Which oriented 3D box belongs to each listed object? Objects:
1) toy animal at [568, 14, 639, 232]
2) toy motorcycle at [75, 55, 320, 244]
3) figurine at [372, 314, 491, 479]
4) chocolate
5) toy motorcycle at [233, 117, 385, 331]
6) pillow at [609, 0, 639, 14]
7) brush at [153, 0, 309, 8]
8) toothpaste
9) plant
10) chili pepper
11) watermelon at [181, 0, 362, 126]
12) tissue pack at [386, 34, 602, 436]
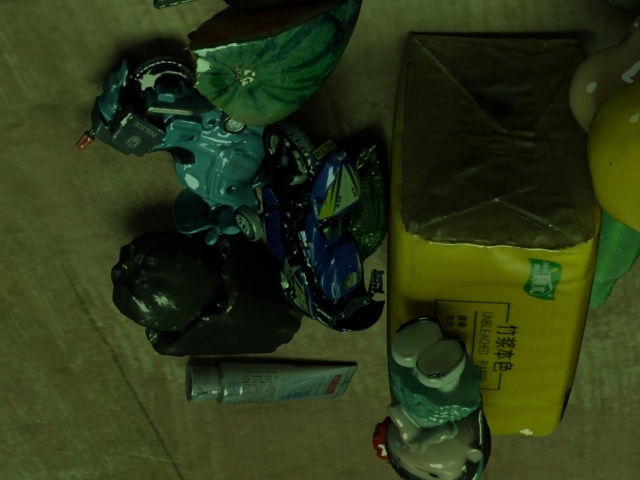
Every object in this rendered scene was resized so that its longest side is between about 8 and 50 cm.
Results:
[{"bbox_3d":[0.382,-0.157,1.561,0.345,0.247,0.277,-19,154,41],"label":"toy animal"},{"bbox_3d":[-0.141,-0.101,1.830,0.272,0.123,0.182,30,119,-34],"label":"toy motorcycle"},{"bbox_3d":[0.115,0.174,1.750,0.110,0.138,0.245,-36,146,-23],"label":"figurine"},{"bbox_3d":[0.346,-0.015,1.980,0.110,0.110,0.291,1,146,-4],"label":"chocolate"},{"bbox_3d":[0.000,0.000,1.804,0.113,0.169,0.315,-33,145,-23],"label":"toy motorcycle"},{"bbox_3d":[0.291,-0.333,1.513,0.310,0.138,0.283,21,139,-32],"label":"pillow"},{"bbox_3d":[-0.018,-0.272,1.639,0.323,0.070,0.051,-10,139,12],"label":"brush"},{"bbox_3d":[-0.068,0.198,2.286,0.234,0.057,0.089,2,146,-16],"label":"toothpaste"},{"bbox_3d":[-0.140,0.060,2.023,0.164,0.142,0.256,-31,146,34],"label":"plant"},{"bbox_3d":[0.037,-0.046,1.950,0.098,0.061,0.224,13,142,5],"label":"chili pepper"},{"bbox_3d":[-0.023,-0.194,1.658,0.146,0.231,0.128,-22,104,25],"label":"watermelon"},{"bbox_3d":[0.186,-0.001,1.831,0.228,0.293,0.382,2,143,5],"label":"tissue pack"}]
